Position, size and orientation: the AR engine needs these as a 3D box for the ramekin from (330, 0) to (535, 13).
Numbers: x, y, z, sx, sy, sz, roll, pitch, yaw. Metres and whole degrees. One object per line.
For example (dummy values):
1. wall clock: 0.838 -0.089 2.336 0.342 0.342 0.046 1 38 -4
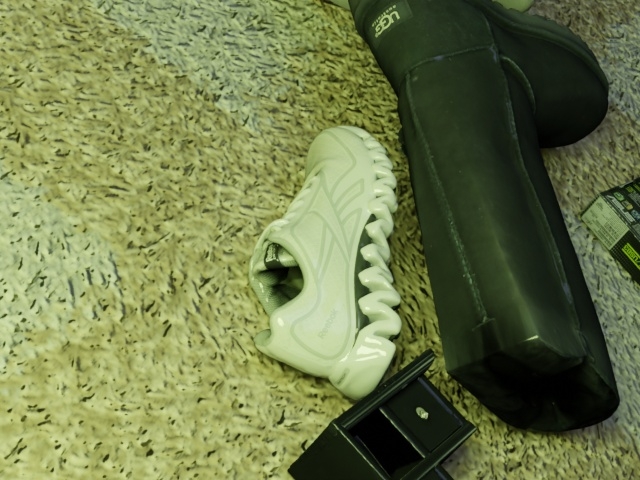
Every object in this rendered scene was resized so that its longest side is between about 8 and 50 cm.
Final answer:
1. ramekin: 0.108 -0.319 1.714 0.277 0.277 0.135 15 77 -28

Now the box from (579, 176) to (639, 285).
1. box: 0.396 0.011 1.802 0.191 0.045 0.184 51 36 16

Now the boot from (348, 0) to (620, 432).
1. boot: 0.205 -0.027 1.583 0.367 0.146 0.445 20 42 -41

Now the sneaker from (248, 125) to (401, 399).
1. sneaker: 0.000 0.000 1.442 0.118 0.110 0.292 15 42 -16

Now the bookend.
1. bookend: 0.083 0.191 1.334 0.157 0.072 0.156 48 38 10
